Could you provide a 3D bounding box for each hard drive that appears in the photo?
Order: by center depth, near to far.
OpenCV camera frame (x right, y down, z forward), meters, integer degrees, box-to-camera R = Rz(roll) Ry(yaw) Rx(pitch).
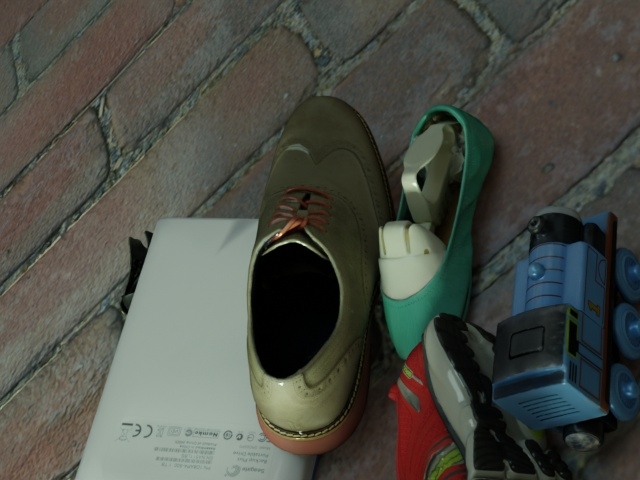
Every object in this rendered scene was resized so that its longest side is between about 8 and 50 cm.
[{"bbox_3d":[-0.090,0.123,1.185,0.210,0.040,0.319,1,58,20],"label":"hard drive"}]

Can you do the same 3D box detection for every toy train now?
[{"bbox_3d":[0.180,0.057,0.944,0.080,0.105,0.184,-18,47,38],"label":"toy train"}]

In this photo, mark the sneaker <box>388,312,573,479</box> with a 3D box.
[{"bbox_3d":[0.111,0.181,0.947,0.118,0.107,0.279,-54,27,31],"label":"sneaker"}]

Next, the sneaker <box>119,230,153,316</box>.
[{"bbox_3d":[-0.173,0.081,1.339,0.051,0.089,0.170,-20,46,38],"label":"sneaker"}]

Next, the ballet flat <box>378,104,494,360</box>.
[{"bbox_3d":[0.088,-0.014,1.127,0.083,0.087,0.247,-12,52,40],"label":"ballet flat"}]

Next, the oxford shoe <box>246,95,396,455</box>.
[{"bbox_3d":[0.000,0.000,1.129,0.123,0.130,0.348,-4,57,7],"label":"oxford shoe"}]
